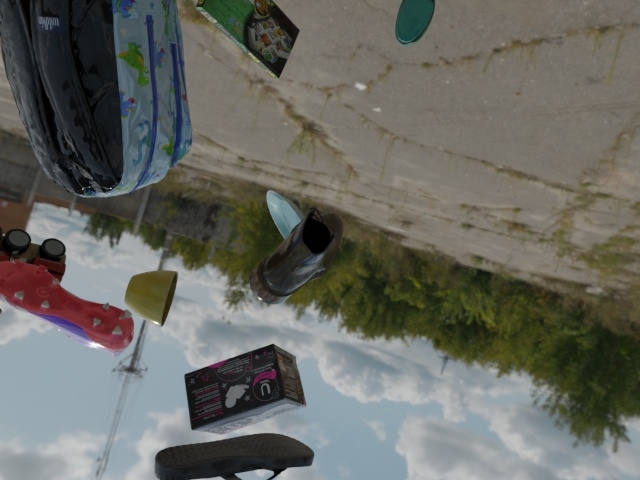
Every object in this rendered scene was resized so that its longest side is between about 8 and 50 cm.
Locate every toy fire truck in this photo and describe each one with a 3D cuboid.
[{"bbox_3d":[-0.711,0.093,1.188,0.217,0.246,0.158,21,134,-36],"label":"toy fire truck"}]

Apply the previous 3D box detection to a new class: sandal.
[{"bbox_3d":[-0.137,0.361,0.843,0.255,0.054,0.097,2,-177,-16],"label":"sandal"}]

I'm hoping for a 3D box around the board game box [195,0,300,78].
[{"bbox_3d":[-0.153,-0.494,1.160,0.030,0.136,0.260,20,173,39],"label":"board game box"}]

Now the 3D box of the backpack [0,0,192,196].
[{"bbox_3d":[-0.336,-0.243,0.792,0.290,0.355,0.273,5,-170,21],"label":"backpack"}]

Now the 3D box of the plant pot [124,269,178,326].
[{"bbox_3d":[-0.397,0.126,1.204,0.095,0.134,0.134,14,180,-7],"label":"plant pot"}]

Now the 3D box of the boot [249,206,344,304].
[{"bbox_3d":[0.000,0.000,0.709,0.082,0.106,0.219,46,-140,-2],"label":"boot"}]

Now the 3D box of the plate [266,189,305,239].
[{"bbox_3d":[-0.052,-0.027,1.078,0.188,0.024,0.188,50,161,24],"label":"plate"}]

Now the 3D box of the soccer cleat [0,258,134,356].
[{"bbox_3d":[-0.425,0.116,0.845,0.248,0.095,0.083,25,-142,-8],"label":"soccer cleat"}]

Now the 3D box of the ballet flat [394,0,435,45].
[{"bbox_3d":[0.238,-0.575,1.246,0.083,0.247,0.087,15,-179,6],"label":"ballet flat"}]

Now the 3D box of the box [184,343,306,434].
[{"bbox_3d":[-0.182,0.375,1.282,0.247,0.142,0.163,-20,151,10],"label":"box"}]
